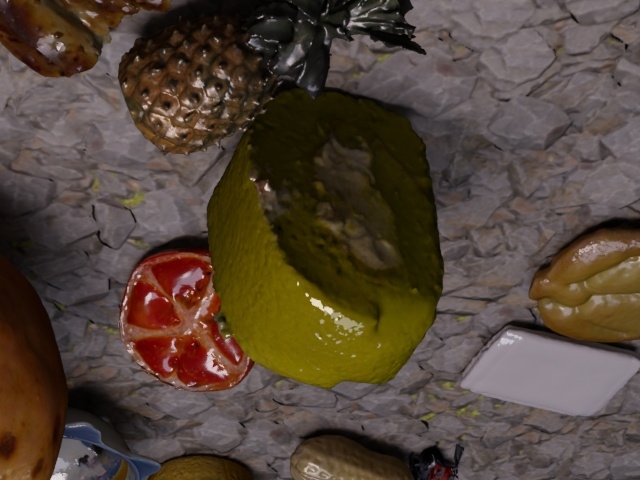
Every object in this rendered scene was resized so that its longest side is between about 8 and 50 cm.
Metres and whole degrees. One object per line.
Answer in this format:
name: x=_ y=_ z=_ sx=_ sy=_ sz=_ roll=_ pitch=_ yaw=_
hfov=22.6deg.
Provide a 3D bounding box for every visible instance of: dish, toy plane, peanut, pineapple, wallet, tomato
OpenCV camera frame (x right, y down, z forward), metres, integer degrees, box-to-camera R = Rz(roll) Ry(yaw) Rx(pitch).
dish: x=-0.297 y=0.245 z=1.811 sx=0.236 sy=0.086 sz=0.228 roll=-31 pitch=135 yaw=28
toy plane: x=0.141 y=0.293 z=1.954 sx=0.060 sy=0.037 sz=0.145 roll=-11 pitch=138 yaw=-8
peanut: x=0.040 y=0.273 z=1.888 sx=0.175 sy=0.080 sz=0.080 roll=22 pitch=134 yaw=-27
pineapple: x=-0.040 y=-0.162 z=1.323 sx=0.251 sy=0.125 sz=0.125 roll=-22 pitch=138 yaw=13
wallet: x=0.254 y=0.145 z=1.787 sx=0.183 sy=0.032 sz=0.124 roll=14 pitch=138 yaw=-19
tomato: x=-0.123 y=0.074 z=1.613 sx=0.156 sy=0.069 sz=0.155 roll=5 pitch=105 yaw=17

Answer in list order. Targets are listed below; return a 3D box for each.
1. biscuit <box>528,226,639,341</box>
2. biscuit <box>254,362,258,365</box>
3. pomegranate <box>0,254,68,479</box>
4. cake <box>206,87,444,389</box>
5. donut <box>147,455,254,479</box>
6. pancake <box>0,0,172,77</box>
biscuit: x=0.347 y=0.049 z=1.669 sx=0.260 sy=0.041 sz=0.203 roll=1 pitch=140 yaw=-5
biscuit: x=-0.056 y=0.094 z=1.695 sx=0.234 sy=0.030 sz=0.153 roll=-11 pitch=142 yaw=9
pomegranate: x=-0.432 y=0.169 z=1.460 sx=0.410 sy=0.410 sz=0.410 roll=-3 pitch=141 yaw=-2
cake: x=0.000 y=0.000 z=1.399 sx=0.179 sy=0.260 sz=0.156 roll=10 pitch=137 yaw=-17
donut: x=-0.144 y=0.310 z=1.928 sx=0.152 sy=0.058 sz=0.152 roll=-3 pitch=142 yaw=-2
pancake: x=-0.174 y=-0.232 z=1.256 sx=0.245 sy=0.057 sz=0.266 roll=-3 pitch=140 yaw=-3
